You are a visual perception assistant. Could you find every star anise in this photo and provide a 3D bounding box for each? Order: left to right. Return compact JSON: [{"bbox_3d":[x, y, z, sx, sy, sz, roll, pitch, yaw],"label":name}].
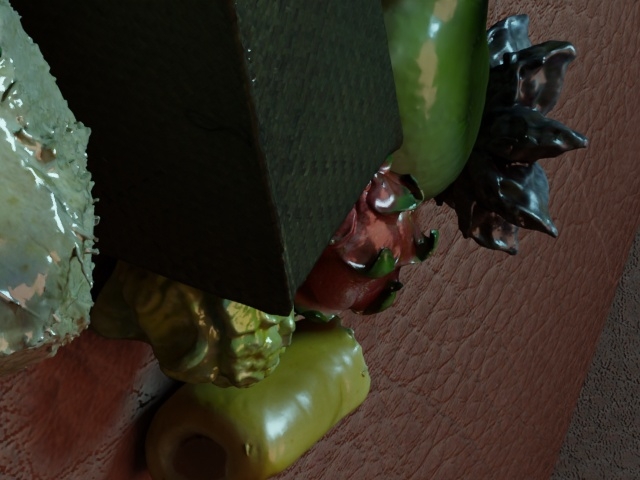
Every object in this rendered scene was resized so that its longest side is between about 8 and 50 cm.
[{"bbox_3d":[0.162,-0.105,1.165,0.109,0.236,0.223,-2,118,-17],"label":"star anise"}]

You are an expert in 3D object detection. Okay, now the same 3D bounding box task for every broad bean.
[{"bbox_3d":[0.082,-0.160,1.005,0.291,0.119,0.238,84,20,-47],"label":"broad bean"}]

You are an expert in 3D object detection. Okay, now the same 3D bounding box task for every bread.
[{"bbox_3d":[-0.053,0.126,0.910,0.173,0.134,0.085,-34,104,-52],"label":"bread"}]

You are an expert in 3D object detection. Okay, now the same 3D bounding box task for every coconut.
[{"bbox_3d":[-0.184,-0.015,0.468,0.194,0.194,0.194,-45,144,-46],"label":"coconut"}]

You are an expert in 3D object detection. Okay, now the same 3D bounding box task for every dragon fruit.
[{"bbox_3d":[-0.002,0.002,0.933,0.137,0.236,0.135,-11,81,-27],"label":"dragon fruit"}]

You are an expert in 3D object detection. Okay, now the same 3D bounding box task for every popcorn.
[{"bbox_3d":[-0.071,0.030,0.783,0.162,0.141,0.135,-20,162,-24],"label":"popcorn"}]

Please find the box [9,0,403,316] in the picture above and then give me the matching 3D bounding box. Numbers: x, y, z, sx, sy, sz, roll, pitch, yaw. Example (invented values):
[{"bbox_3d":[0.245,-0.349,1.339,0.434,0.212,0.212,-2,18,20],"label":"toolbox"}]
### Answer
[{"bbox_3d":[-0.072,-0.114,0.625,0.143,0.184,0.273,-55,150,-33],"label":"box"}]
